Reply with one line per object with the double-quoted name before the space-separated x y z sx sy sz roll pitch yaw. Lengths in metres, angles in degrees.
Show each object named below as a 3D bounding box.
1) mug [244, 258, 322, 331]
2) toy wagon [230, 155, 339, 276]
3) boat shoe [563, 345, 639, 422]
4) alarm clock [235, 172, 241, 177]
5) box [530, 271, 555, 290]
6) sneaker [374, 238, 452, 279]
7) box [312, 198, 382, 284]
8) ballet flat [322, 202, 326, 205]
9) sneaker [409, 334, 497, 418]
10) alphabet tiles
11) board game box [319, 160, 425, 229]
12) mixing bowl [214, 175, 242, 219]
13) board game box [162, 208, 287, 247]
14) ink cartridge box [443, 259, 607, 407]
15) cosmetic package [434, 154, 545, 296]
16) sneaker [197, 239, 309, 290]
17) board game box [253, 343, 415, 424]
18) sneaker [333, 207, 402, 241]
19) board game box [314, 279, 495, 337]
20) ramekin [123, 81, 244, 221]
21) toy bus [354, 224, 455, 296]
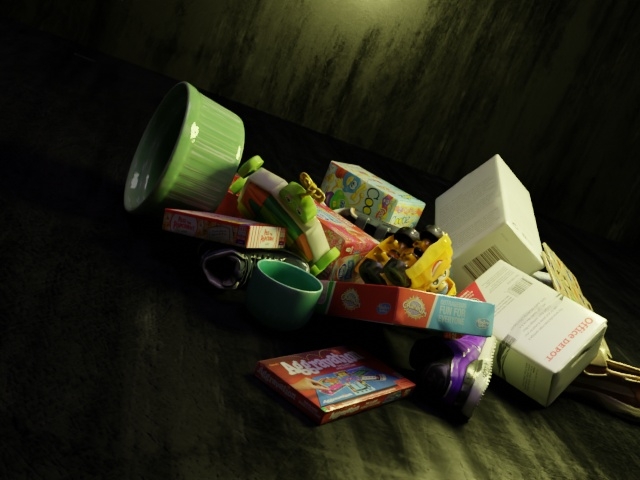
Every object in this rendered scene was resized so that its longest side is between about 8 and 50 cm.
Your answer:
"mug" -0.064 0.106 1.556 0.129 0.097 0.157 32 17 34
"toy wagon" -0.073 -0.049 1.743 0.267 0.068 0.344 50 -19 2
"boat shoe" 0.579 0.275 1.852 0.323 0.120 0.122 23 15 1
"alarm clock" -0.249 -0.146 2.217 0.192 0.064 0.129 26 15 22
"box" 0.592 0.155 2.271 0.137 0.126 0.072 12 17 -35
"sneaker" 0.158 0.075 2.008 0.319 0.131 0.112 8 27 32
"box" 0.000 0.000 1.960 0.128 0.123 0.257 8 21 -45
"ballet flat" -0.004 -0.097 2.449 0.041 0.041 0.114 15 17 -27
"sneaker" 0.244 0.218 1.602 0.146 0.102 0.293 24 15 6
"alphabet tiles" 0.637 0.166 2.108 0.342 0.011 0.285 37 32 -46
"board game box" 0.142 -0.108 2.497 0.275 0.142 0.144 34 18 36
"mixing bowl" -0.208 -0.086 2.006 0.181 0.098 0.181 22 15 -6
"board game box" -0.184 -0.022 1.646 0.193 0.045 0.146 11 4 25
"ink cartridge box" 0.424 0.189 1.778 0.197 0.114 0.272 -35 50 -29
"cosmetic package" 0.434 -0.028 2.243 0.161 0.230 0.453 46 24 -15
"sneaker" -0.125 0.057 1.629 0.226 0.086 0.163 10 6 -10
"board game box" 0.031 0.230 1.405 0.145 0.027 0.281 30 17 31
"sneaker" 0.126 0.001 2.145 0.127 0.126 0.321 17 5 -36
"board game box" 0.129 0.125 1.597 0.242 0.064 0.316 12 -6 -36
"ramekin" -0.289 -0.172 1.825 0.148 0.303 0.303 23 13 -26
"toy bus" 0.210 0.091 1.807 0.211 0.149 0.220 57 -25 -13
